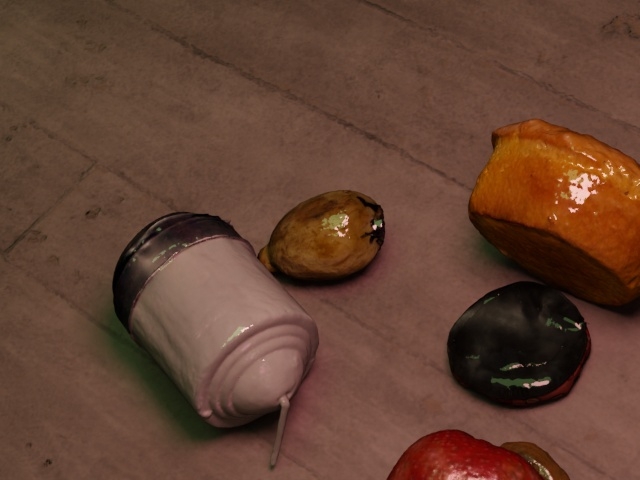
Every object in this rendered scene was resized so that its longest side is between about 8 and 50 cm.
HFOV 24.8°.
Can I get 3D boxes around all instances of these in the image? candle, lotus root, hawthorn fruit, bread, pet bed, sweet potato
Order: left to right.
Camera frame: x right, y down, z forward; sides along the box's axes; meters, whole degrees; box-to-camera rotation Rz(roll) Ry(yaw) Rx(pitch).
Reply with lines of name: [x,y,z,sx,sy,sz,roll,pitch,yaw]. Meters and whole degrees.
candle: [-0.134,0.125,2.049,0.221,0.221,0.342,-38,55,-12]
lotus root: [0.000,0.000,2.167,0.214,0.138,0.138,-21,51,15]
hawthorn fruit: [0.151,0.361,1.789,0.210,0.230,0.266,43,78,4]
pet bed: [0.277,0.144,2.019,0.201,0.053,0.201,-9,53,12]
sweet potato: [0.300,0.321,1.884,0.054,0.053,0.182,-4,44,-38]
bread: [0.349,-0.035,1.987,0.312,0.312,0.172,27,80,31]
